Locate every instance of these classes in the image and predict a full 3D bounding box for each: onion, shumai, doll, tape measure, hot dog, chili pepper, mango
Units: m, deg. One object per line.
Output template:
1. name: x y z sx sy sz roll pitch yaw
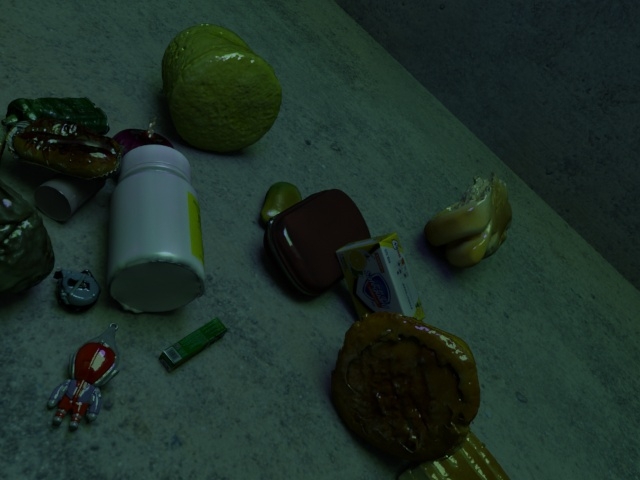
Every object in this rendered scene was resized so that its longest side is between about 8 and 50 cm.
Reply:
1. onion: -0.473 -0.229 1.600 0.177 0.153 0.177 17 49 -20
2. shumai: -0.689 0.037 1.102 0.330 0.291 0.289 57 44 -41
3. doll: -0.452 0.258 1.182 0.102 0.075 0.228 20 50 -9
4. tape measure: -0.523 0.106 1.296 0.091 0.054 0.094 3 41 -40
5. hot dog: -0.591 -0.220 1.406 0.270 0.082 0.163 16 38 0
6. chili pepper: -0.696 -0.315 1.547 0.270 0.099 0.136 -25 81 -53
7. mango: -0.117 -0.101 1.825 0.122 0.085 0.191 38 45 -23

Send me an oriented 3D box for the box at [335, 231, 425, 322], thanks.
1. box: 0.168 0.123 1.677 0.097 0.168 0.265 -27 101 -46

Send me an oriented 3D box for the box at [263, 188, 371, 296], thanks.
1. box: 0.000 0.000 1.755 0.404 0.108 0.263 -33 94 -51

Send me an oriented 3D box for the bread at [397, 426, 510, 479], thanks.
1. bread: 0.352 0.604 1.463 0.239 0.111 0.246 -20 66 -47

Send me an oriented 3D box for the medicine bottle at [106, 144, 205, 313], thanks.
1. medicine bottle: -0.390 -0.034 1.417 0.213 0.213 0.379 13 45 -30

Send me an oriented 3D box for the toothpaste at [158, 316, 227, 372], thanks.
1. toothpaste: -0.288 0.237 1.372 0.043 0.037 0.178 44 37 12

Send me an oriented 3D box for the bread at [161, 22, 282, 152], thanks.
1. bread: -0.317 -0.477 1.835 0.348 0.348 0.308 2 45 -38

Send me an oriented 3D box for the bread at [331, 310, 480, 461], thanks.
1. bread: 0.215 0.335 1.439 0.358 0.337 0.204 25 20 25

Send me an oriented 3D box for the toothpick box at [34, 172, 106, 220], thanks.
1. toothpick box: -0.596 -0.126 1.436 0.098 0.098 0.149 34 38 -7

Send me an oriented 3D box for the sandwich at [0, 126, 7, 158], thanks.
1. sandwich: -0.836 -0.196 1.320 0.251 0.087 0.226 14 43 -29

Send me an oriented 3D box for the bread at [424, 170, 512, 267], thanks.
1. bread: 0.564 -0.073 2.149 0.245 0.329 0.424 47 32 10
